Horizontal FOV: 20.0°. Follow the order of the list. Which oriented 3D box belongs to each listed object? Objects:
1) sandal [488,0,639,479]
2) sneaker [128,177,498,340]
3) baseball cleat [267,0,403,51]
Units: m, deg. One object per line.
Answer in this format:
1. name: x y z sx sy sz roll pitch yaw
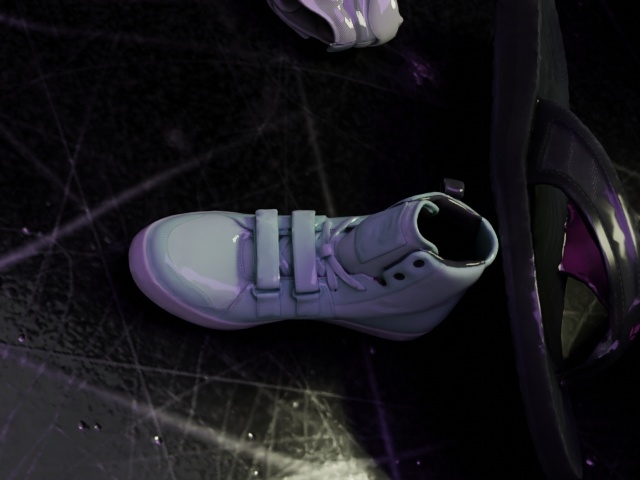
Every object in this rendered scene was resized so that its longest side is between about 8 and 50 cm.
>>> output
1. sandal: 0.196 -0.030 1.406 0.107 0.167 0.446 -8 56 16
2. sneaker: 0.000 0.000 1.301 0.255 0.151 0.094 7 60 -24
3. baseball cleat: -0.007 -0.249 1.500 0.109 0.072 0.206 -14 66 -27
